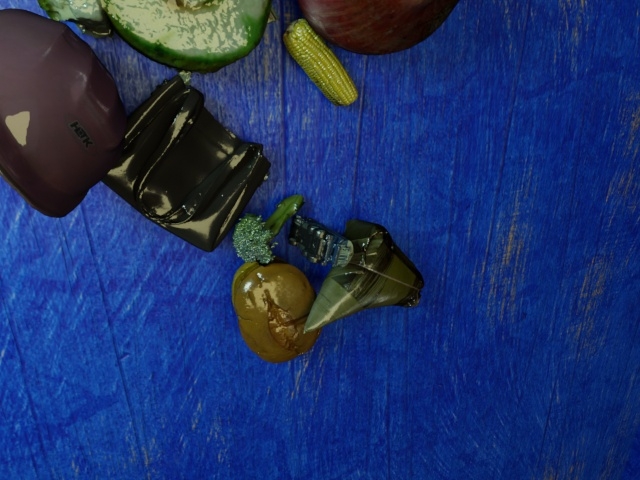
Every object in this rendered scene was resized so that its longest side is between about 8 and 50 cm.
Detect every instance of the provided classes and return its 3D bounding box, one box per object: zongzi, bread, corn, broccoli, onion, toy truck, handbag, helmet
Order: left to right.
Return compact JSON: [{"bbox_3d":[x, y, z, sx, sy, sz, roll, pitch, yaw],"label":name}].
[{"bbox_3d":[-0.403,-0.205,0.664,0.197,0.338,0.270,-36,142,-17],"label":"helmet"},{"bbox_3d":[-0.266,-0.449,0.717,0.382,0.129,0.366,-30,119,-9],"label":"bread"},{"bbox_3d":[-0.256,-0.145,0.872,0.285,0.113,0.257,41,84,-30],"label":"handbag"},{"bbox_3d":[-0.108,-0.037,0.968,0.204,0.118,0.122,-48,155,-35],"label":"broccoli"},{"bbox_3d":[-0.102,0.161,1.038,0.196,0.143,0.269,-26,117,-14],"label":"bread"},{"bbox_3d":[0.000,0.000,0.982,0.088,0.202,0.074,6,104,-29],"label":"toy truck"},{"bbox_3d":[0.003,-0.362,0.917,0.072,0.072,0.203,-47,121,0],"label":"corn"},{"bbox_3d":[0.112,0.146,1.080,0.289,0.154,0.317,44,68,-33],"label":"zongzi"},{"bbox_3d":[0.119,-0.509,0.787,0.354,0.353,0.353,-8,113,-20],"label":"onion"}]

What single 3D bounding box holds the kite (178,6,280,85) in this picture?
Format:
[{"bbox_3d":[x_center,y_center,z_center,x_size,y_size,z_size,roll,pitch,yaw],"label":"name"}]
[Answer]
[{"bbox_3d":[-0.233,-0.447,0.813,0.336,0.011,0.314,0,110,-23],"label":"kite"}]
